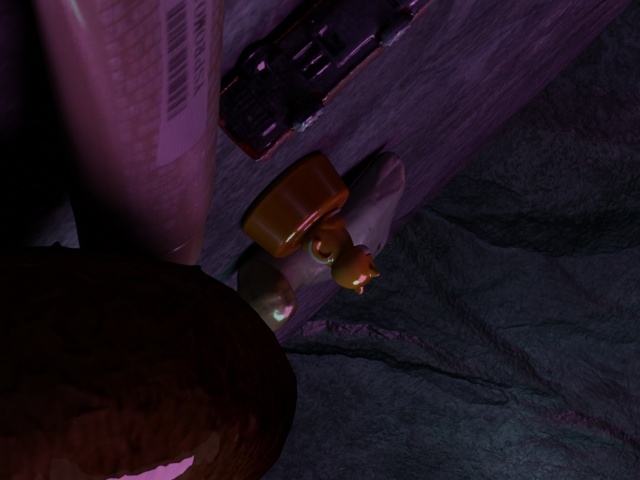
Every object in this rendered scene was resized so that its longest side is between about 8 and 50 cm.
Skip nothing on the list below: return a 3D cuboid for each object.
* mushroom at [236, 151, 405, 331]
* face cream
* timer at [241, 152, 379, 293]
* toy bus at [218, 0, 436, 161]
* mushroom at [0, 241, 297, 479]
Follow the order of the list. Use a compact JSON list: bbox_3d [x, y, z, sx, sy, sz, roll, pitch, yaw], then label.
[{"bbox_3d":[0.000,0.000,1.228,0.329,0.122,0.159,-38,134,-40],"label":"mushroom"},{"bbox_3d":[-0.088,-0.080,0.430,0.137,0.084,0.341,-52,172,-29],"label":"face cream"},{"bbox_3d":[0.006,-0.004,0.998,0.132,0.152,0.132,-42,172,-7],"label":"timer"},{"bbox_3d":[0.007,-0.137,0.628,0.192,0.065,0.077,-43,179,0],"label":"toy bus"},{"bbox_3d":[-0.172,0.114,0.463,0.345,0.239,0.345,-26,-169,6],"label":"mushroom"}]
